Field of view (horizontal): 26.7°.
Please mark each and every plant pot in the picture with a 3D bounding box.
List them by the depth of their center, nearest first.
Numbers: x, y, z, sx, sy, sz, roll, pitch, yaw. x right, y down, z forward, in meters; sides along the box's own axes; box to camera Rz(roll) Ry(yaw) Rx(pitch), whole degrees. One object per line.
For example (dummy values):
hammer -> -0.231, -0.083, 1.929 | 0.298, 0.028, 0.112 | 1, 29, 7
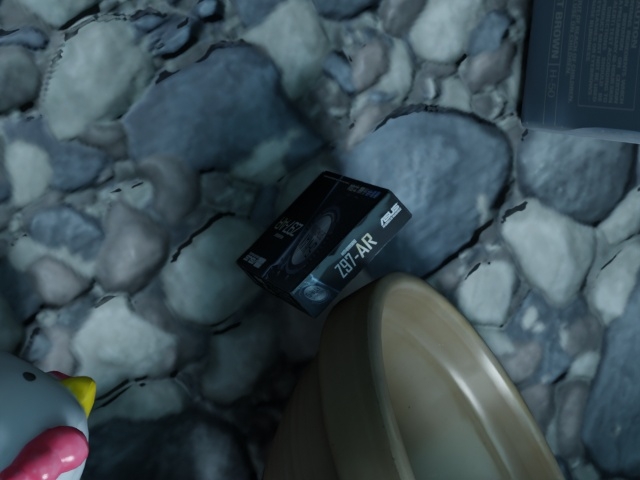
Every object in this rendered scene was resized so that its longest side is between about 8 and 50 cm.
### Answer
plant pot -> 0.043, 0.142, 0.633 | 0.110, 0.237, 0.237 | -28, 110, 18

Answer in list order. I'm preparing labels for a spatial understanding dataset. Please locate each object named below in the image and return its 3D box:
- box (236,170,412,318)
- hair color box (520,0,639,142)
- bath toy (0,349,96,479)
box -> 0.000, 0.000, 0.644 | 0.067, 0.083, 0.018 | -46, 112, -8
hair color box -> 0.259, -0.083, 0.572 | 0.185, 0.374, 0.113 | 3, 97, -21
bath toy -> -0.074, 0.188, 0.623 | 0.348, 0.129, 0.151 | 57, 44, -19
